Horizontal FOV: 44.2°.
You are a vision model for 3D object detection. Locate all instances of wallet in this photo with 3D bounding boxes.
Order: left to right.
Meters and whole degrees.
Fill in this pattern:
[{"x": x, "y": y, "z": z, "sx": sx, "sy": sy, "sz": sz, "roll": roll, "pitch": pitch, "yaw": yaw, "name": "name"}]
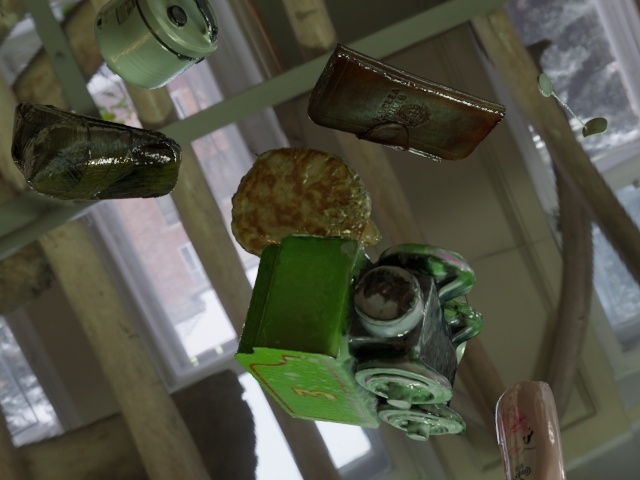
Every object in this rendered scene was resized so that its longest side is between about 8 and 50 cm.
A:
[{"x": 0.114, "y": -0.177, "z": 1.089, "sx": 0.137, "sy": 0.255, "sz": 0.031, "roll": 123, "pitch": -23, "yaw": -47, "name": "wallet"}]

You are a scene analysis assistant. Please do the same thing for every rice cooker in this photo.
[{"x": -0.347, "y": -0.462, "z": 1.692, "sx": 0.244, "sy": 0.226, "sz": 0.226, "roll": -25, "pitch": -173, "yaw": 35, "name": "rice cooker"}]

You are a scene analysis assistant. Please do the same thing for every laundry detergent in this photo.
[{"x": 0.355, "y": 0.406, "z": 1.316, "sx": 0.159, "sy": 0.087, "sz": 0.335, "roll": 109, "pitch": -10, "yaw": -47, "name": "laundry detergent"}]

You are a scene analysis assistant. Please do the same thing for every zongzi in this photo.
[{"x": -0.351, "y": -0.113, "z": 1.269, "sx": 0.286, "sy": 0.139, "sz": 0.300, "roll": 10, "pitch": -164, "yaw": -23, "name": "zongzi"}]

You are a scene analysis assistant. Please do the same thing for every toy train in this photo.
[{"x": 0.047, "y": 0.110, "z": 0.882, "sx": 0.248, "sy": 0.174, "sz": 0.307, "roll": 5, "pitch": 154, "yaw": 17, "name": "toy train"}]

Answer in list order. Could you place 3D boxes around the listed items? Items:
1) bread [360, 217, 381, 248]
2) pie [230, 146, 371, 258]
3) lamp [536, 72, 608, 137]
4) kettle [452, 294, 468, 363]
[{"x": 0.000, "y": 0.000, "z": 1.502, "sx": 0.169, "sy": 0.140, "sz": 0.160, "roll": -10, "pitch": 158, "yaw": -50, "name": "bread"}, {"x": -0.029, "y": -0.047, "z": 1.160, "sx": 0.205, "sy": 0.179, "sz": 0.084, "roll": 13, "pitch": 178, "yaw": 11, "name": "pie"}, {"x": 0.538, "y": -0.294, "z": 1.691, "sx": 0.056, "sy": 0.198, "sz": 0.050, "roll": -18, "pitch": -136, "yaw": 50, "name": "lamp"}, {"x": 0.121, "y": 0.124, "z": 1.321, "sx": 0.236, "sy": 0.161, "sz": 0.221, "roll": 9, "pitch": 152, "yaw": -14, "name": "kettle"}]
